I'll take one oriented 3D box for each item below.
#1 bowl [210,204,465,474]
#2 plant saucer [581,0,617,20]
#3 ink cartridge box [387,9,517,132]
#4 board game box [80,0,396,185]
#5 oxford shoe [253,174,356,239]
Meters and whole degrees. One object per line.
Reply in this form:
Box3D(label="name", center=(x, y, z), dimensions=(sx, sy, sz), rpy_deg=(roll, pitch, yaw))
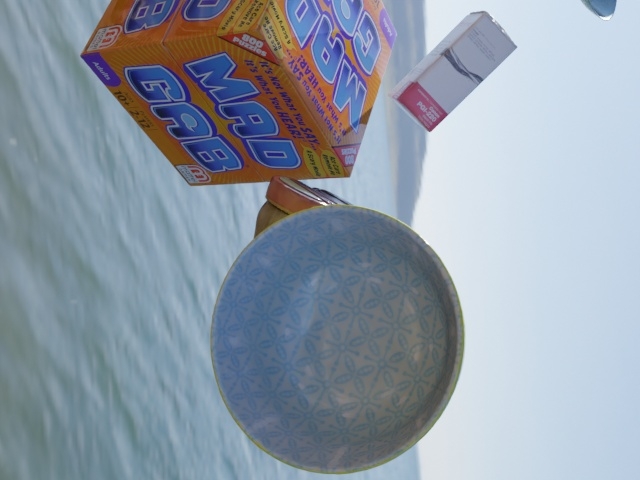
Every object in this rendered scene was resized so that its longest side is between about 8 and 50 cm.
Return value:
Box3D(label="bowl", center=(0.034, 0.113, 1.034), dimensions=(0.156, 0.290, 0.289), rpy_deg=(24, 60, -71))
Box3D(label="plant saucer", center=(0.484, -0.489, 1.620), dimensions=(0.195, 0.037, 0.194), rpy_deg=(11, 76, -52))
Box3D(label="ink cartridge box", center=(0.237, -0.309, 1.639), dimensions=(0.092, 0.218, 0.158), rpy_deg=(42, 8, -10))
Box3D(label="board game box", center=(-0.124, -0.349, 1.598), dimensions=(0.356, 0.356, 0.356), rpy_deg=(54, 45, -46))
Box3D(label="oxford shoe", center=(0.000, 0.000, 1.279), dimensions=(0.348, 0.123, 0.130), rpy_deg=(17, 103, -61))
